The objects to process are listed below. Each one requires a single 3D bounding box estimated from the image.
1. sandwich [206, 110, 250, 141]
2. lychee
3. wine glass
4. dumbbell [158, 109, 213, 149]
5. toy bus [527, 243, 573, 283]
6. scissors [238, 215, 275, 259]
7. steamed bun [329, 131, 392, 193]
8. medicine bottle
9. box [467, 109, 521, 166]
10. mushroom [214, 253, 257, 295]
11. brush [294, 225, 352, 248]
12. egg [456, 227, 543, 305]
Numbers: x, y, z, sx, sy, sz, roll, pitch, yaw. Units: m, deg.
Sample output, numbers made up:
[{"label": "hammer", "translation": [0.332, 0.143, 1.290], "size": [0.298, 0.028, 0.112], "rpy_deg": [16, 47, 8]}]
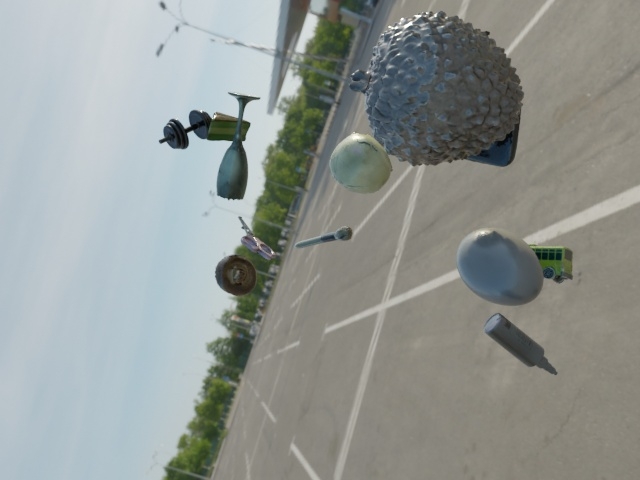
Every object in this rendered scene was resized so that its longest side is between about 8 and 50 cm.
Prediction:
[{"label": "sandwich", "translation": [-0.273, -0.326, 1.720], "size": [0.074, 0.116, 0.074], "rpy_deg": [-96, 24, -57]}, {"label": "lychee", "translation": [0.284, -0.365, 1.443], "size": [0.380, 0.431, 0.381], "rpy_deg": [11, -90, -89]}, {"label": "wine glass", "translation": [-0.331, -0.291, 1.703], "size": [0.096, 0.264, 0.310], "rpy_deg": [-97, 17, -74]}, {"label": "dumbbell", "translation": [-0.404, -0.339, 1.762], "size": [0.208, 0.099, 0.099], "rpy_deg": [-34, -19, -34]}, {"label": "toy bus", "translation": [0.592, 0.061, 1.579], "size": [0.174, 0.088, 0.101], "rpy_deg": [1, 81, 42]}, {"label": "scissors", "translation": [-0.193, -0.013, 1.573], "size": [0.021, 0.110, 0.212], "rpy_deg": [-55, 37, 10]}, {"label": "steamed bun", "translation": [0.078, -0.157, 1.167], "size": [0.112, 0.130, 0.091], "rpy_deg": [-42, -18, -7]}, {"label": "medicine bottle", "translation": [0.461, 0.245, 1.305], "size": [0.058, 0.199, 0.058], "rpy_deg": [-51, 7, 9]}, {"label": "box", "translation": [0.477, -0.328, 1.662], "size": [0.042, 0.201, 0.213], "rpy_deg": [-11, -67, -45]}, {"label": "mushroom", "translation": [-0.230, 0.096, 1.569], "size": [0.085, 0.126, 0.109], "rpy_deg": [-38, 27, 22]}, {"label": "brush", "translation": [0.000, 0.000, 1.708], "size": [0.299, 0.039, 0.042], "rpy_deg": [-16, 71, 54]}, {"label": "egg", "translation": [0.439, 0.066, 1.406], "size": [0.232, 0.176, 0.176], "rpy_deg": [38, 114, 49]}]
